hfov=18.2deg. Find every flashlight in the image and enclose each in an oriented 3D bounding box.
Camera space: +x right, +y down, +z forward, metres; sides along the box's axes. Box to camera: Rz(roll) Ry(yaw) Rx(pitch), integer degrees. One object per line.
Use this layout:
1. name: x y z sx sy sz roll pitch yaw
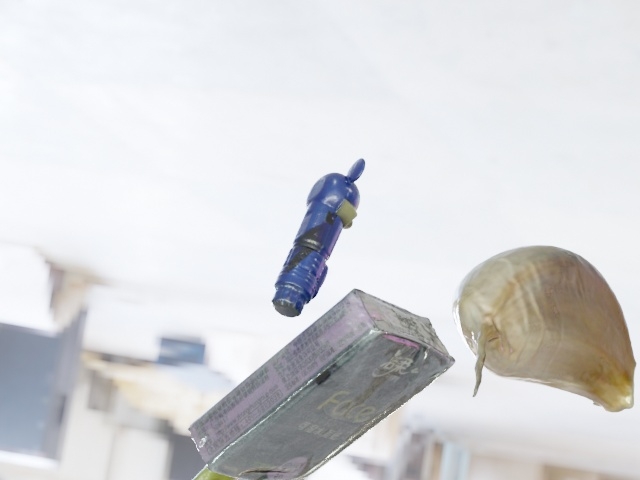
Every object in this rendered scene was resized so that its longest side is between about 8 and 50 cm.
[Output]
1. flashlight: 0.000 0.000 1.335 0.035 0.121 0.057 36 147 -23

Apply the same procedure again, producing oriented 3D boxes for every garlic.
1. garlic: 0.158 0.066 1.495 0.090 0.128 0.198 -33 152 29

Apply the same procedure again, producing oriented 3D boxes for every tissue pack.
1. tissue pack: 0.001 0.102 1.341 0.156 0.051 0.112 -41 151 16

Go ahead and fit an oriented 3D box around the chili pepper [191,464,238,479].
1. chili pepper: -0.140 0.242 1.813 0.208 0.049 0.043 -25 178 -39
